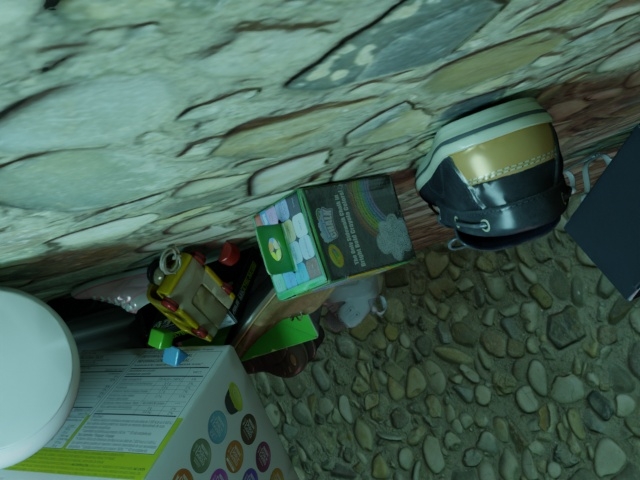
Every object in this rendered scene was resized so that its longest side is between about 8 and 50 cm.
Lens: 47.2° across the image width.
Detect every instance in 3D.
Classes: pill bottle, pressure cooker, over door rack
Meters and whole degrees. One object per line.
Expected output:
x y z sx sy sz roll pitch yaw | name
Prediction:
-0.445 0.184 0.959 0.229 0.229 0.407 -14 173 -30 | pill bottle
-0.417 0.326 1.600 0.420 0.376 0.370 -14 -178 -10 | pressure cooker
0.452 -0.092 1.601 0.324 0.108 0.239 -13 172 -32 | over door rack

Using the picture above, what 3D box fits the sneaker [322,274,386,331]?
-0.015 0.119 1.704 0.365 0.210 0.137 -15 174 -21 | sneaker

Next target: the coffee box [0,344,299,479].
-0.288 0.406 1.217 0.338 0.338 0.334 -7 -150 27 | coffee box

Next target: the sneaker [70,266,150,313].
-0.335 0.092 1.204 0.134 0.070 0.051 -14 176 -19 | sneaker

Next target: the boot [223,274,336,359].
-0.069 0.120 1.306 0.305 0.115 0.112 -52 -162 16 | boot

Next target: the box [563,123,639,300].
0.754 -0.087 1.486 0.395 0.212 0.293 -14 145 -30 | box

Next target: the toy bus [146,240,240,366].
-0.228 0.078 1.185 0.104 0.202 0.191 14 -161 30 | toy bus

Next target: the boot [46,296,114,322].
-0.417 0.113 1.301 0.121 0.045 0.099 -20 176 16 | boot

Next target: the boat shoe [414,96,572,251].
0.235 -0.063 1.009 0.186 0.156 0.500 -20 175 7 | boat shoe

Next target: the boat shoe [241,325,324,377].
-0.125 0.221 1.639 0.130 0.132 0.355 -29 -157 -38 | boat shoe

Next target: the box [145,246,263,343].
-0.214 0.105 1.367 0.190 0.045 0.184 -20 -149 26 | box

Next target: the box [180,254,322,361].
-0.134 0.132 1.493 0.262 0.127 0.231 -19 -159 12 | box

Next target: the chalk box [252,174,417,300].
0.000 0.000 1.013 0.213 0.132 0.132 -12 172 -36 | chalk box
